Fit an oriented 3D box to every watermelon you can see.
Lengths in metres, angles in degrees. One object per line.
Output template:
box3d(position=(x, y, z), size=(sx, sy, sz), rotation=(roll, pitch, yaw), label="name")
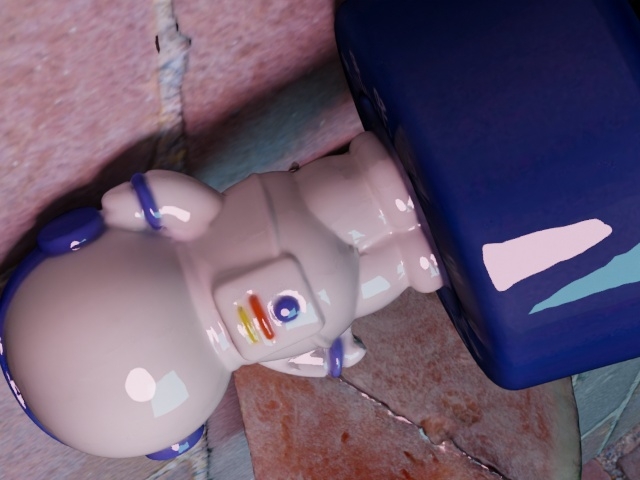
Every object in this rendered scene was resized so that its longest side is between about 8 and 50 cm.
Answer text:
box3d(position=(0.041, 0.100, 1.348), size=(0.283, 0.292, 0.250), rotation=(-22, -153, 20), label="watermelon")

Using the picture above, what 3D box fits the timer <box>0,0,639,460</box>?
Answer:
box3d(position=(0.000, 0.000, 0.930), size=(0.384, 0.270, 0.270), rotation=(-23, 158, -2), label="timer")

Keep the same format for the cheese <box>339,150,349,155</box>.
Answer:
box3d(position=(-0.040, 0.014, 1.096), size=(0.251, 0.054, 0.127), rotation=(-24, 155, -35), label="cheese")

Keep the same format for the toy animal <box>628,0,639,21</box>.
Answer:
box3d(position=(0.273, -0.212, 1.167), size=(0.202, 0.070, 0.105), rotation=(-35, 141, -4), label="toy animal")
